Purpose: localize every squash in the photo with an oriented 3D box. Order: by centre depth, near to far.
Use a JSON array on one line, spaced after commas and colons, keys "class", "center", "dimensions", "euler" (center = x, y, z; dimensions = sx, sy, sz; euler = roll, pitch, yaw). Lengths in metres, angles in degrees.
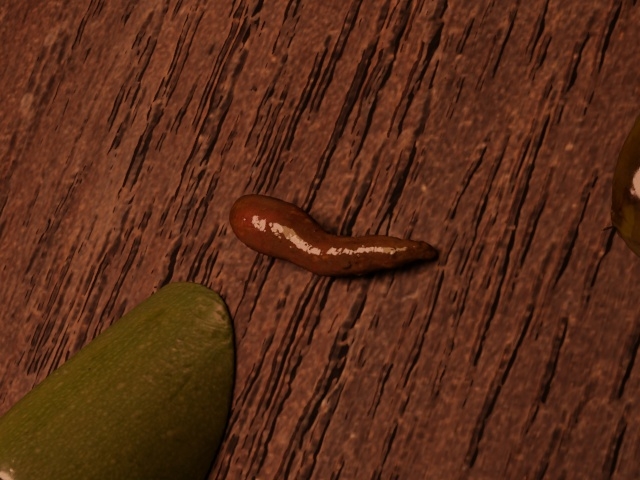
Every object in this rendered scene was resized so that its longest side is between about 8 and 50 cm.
[{"class": "squash", "center": [-0.159, 0.179, 1.510], "dimensions": [0.189, 0.189, 0.260], "euler": [5, 35, 45]}]

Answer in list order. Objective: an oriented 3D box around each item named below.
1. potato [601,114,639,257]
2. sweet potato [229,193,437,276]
[{"class": "potato", "center": [0.284, -0.071, 1.168], "dimensions": [0.251, 0.113, 0.149], "euler": [-35, 50, 21]}, {"class": "sweet potato", "center": [0.000, 0.000, 1.447], "dimensions": [0.214, 0.050, 0.050], "euler": [17, 79, 43]}]
